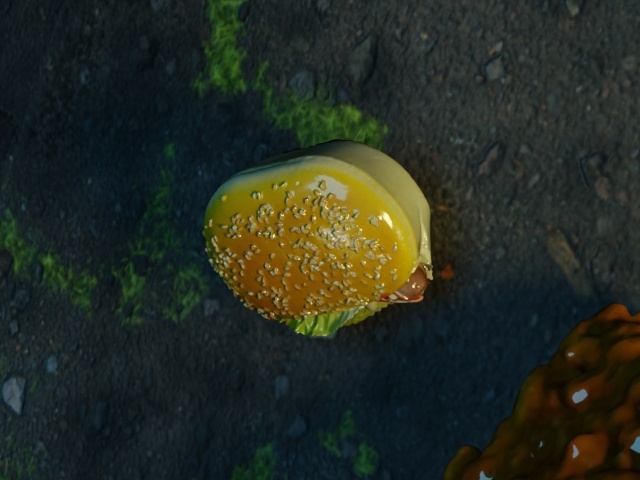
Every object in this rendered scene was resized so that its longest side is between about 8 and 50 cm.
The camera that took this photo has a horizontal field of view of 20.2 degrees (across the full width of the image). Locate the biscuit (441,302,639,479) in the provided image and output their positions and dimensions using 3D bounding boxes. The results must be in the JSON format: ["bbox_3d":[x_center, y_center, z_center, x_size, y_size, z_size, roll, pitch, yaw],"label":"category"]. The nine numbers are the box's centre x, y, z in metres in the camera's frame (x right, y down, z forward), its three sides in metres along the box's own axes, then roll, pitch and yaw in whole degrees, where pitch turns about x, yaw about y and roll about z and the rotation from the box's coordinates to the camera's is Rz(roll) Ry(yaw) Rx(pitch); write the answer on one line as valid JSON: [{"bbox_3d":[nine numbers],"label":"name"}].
[{"bbox_3d":[0.198,0.209,1.276,0.318,0.110,0.312,-45,28,4],"label":"biscuit"}]

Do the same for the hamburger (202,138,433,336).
[{"bbox_3d":[0.000,0.000,1.559,0.210,0.173,0.116,-9,40,40],"label":"hamburger"}]
